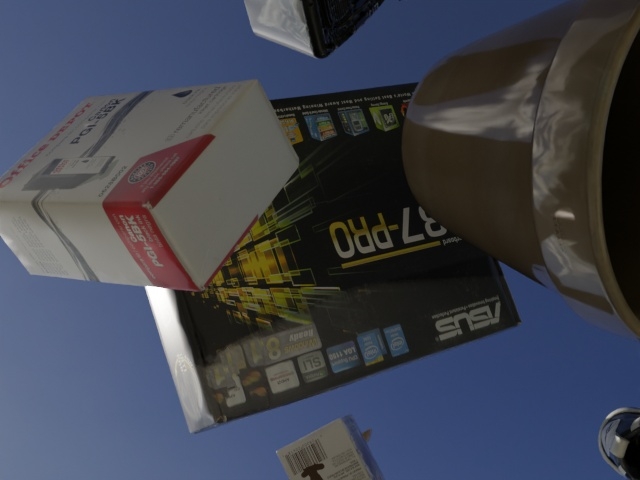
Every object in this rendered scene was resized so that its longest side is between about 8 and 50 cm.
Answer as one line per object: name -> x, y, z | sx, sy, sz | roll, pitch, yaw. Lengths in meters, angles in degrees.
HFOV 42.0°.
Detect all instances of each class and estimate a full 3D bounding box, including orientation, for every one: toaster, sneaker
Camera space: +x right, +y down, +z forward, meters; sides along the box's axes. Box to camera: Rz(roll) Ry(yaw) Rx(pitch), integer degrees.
toaster -> 0.002, -0.310, 0.925 | 0.110, 0.168, 0.186 | 25, -29, 30
sneaker -> 0.372, 0.222, 0.765 | 0.235, 0.153, 0.094 | 25, -86, 23

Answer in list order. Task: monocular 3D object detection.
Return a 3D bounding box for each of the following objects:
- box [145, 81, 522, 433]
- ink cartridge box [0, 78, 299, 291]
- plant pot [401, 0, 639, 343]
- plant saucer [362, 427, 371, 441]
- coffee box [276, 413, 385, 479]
box -> 0.000, 0.000, 0.914 | 0.394, 0.318, 0.097 | -11, -12, -31
ink cartridge box -> -0.095, -0.030, 0.434 | 0.135, 0.099, 0.056 | 2, -46, 36
plant pot -> 0.234, -0.084, 0.768 | 0.323, 0.280, 0.323 | -7, -79, -36
plant saucer -> 0.045, 0.308, 1.241 | 0.083, 0.083, 0.015 | -38, -105, 22
coffee box -> 0.049, 0.359, 1.081 | 0.098, 0.141, 0.247 | -28, -101, 3
